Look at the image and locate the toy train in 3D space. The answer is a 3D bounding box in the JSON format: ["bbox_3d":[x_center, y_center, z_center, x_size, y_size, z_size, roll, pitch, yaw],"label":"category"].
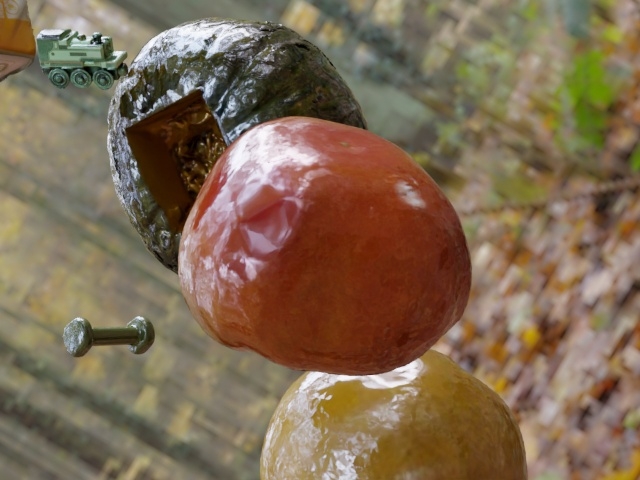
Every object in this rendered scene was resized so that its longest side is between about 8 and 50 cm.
[{"bbox_3d":[-0.217,-0.167,1.716,0.033,0.083,0.053,-59,-33,-59],"label":"toy train"}]

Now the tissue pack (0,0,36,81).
[{"bbox_3d":[-0.456,-0.228,2.046,0.185,0.124,0.225,-25,-19,33],"label":"tissue pack"}]

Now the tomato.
[{"bbox_3d":[0.004,0.001,1.559,0.260,0.260,0.180,-57,-19,-61],"label":"tomato"}]

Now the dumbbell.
[{"bbox_3d":[-0.266,0.121,2.362,0.118,0.046,0.052,0,-31,-42],"label":"dumbbell"}]

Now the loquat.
[{"bbox_3d":[0.086,0.277,2.200,0.328,0.328,0.328,-60,-2,-3],"label":"loquat"}]

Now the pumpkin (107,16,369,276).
[{"bbox_3d":[-0.098,-0.103,2.105,0.192,0.320,0.320,-16,-40,-56],"label":"pumpkin"}]
